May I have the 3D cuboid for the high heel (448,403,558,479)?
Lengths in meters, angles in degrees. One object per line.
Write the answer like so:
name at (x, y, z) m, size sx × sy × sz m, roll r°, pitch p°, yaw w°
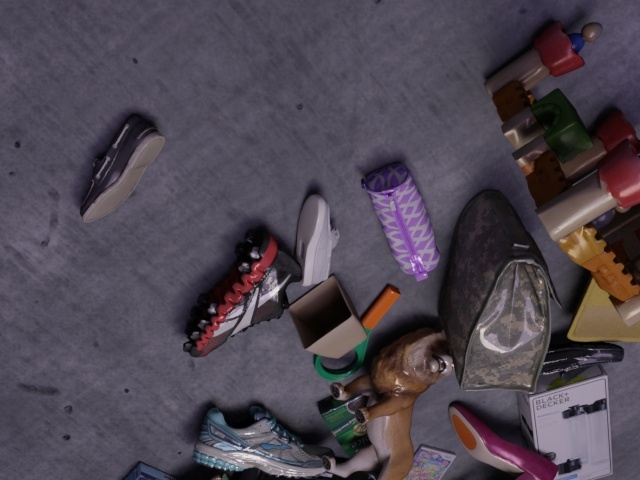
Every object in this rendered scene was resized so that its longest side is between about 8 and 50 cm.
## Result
high heel at (0.370, 0.408, 2.025) m, size 0.117 × 0.244 × 0.082 m, roll -33°, pitch 161°, yaw -29°

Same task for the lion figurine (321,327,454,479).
lion figurine at (0.132, 0.351, 1.910) m, size 0.240 × 0.142 × 0.392 m, roll -15°, pitch 128°, yaw -40°

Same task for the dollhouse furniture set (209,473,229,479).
dollhouse furniture set at (-0.251, 0.620, 1.955) m, size 0.301 × 0.151 × 0.197 m, roll -32°, pitch 125°, yaw 15°

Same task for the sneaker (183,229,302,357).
sneaker at (-0.132, 0.114, 1.757) m, size 0.135 × 0.097 × 0.276 m, roll 30°, pitch 110°, yaw -24°

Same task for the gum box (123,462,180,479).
gum box at (-0.353, 0.545, 2.016) m, size 0.157 × 0.041 × 0.184 m, roll 33°, pitch 111°, yaw -28°

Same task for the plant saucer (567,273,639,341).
plant saucer at (0.649, 0.046, 1.873) m, size 0.333 × 0.081 × 0.332 m, roll 2°, pitch 129°, yaw -13°

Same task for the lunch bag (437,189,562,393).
lunch bag at (0.315, 0.083, 1.749) m, size 0.169 × 0.235 × 0.287 m, roll 2°, pitch 122°, yaw -7°

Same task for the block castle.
block castle at (0.444, -0.117, 1.525) m, size 0.213 × 0.453 × 0.303 m, roll -34°, pitch 122°, yaw 19°

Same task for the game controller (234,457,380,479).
game controller at (-0.023, 0.515, 2.065) m, size 0.319 × 0.067 × 0.166 m, roll 14°, pitch 103°, yaw -20°

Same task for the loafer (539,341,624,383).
loafer at (0.478, 0.239, 1.949) m, size 0.223 × 0.076 × 0.078 m, roll -6°, pitch 90°, yaw 11°

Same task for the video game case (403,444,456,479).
video game case at (0.221, 0.487, 2.118) m, size 0.087 × 0.011 × 0.122 m, roll 19°, pitch 116°, yaw -22°

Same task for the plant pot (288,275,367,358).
plant pot at (0.023, 0.150, 1.815) m, size 0.109 × 0.109 × 0.096 m, roll -36°, pitch 135°, yaw 11°

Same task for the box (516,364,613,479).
box at (0.503, 0.377, 2.062) m, size 0.169 × 0.087 × 0.290 m, roll -15°, pitch 123°, yaw -3°

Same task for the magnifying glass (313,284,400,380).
magnifying glass at (0.072, 0.176, 1.886) m, size 0.092 × 0.026 × 0.231 m, roll 27°, pitch 115°, yaw -25°

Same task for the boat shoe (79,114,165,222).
boat shoe at (-0.329, -0.114, 1.608) m, size 0.065 × 0.075 × 0.206 m, roll 48°, pitch 114°, yaw 13°

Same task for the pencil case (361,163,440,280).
pencil case at (0.145, -0.035, 1.728) m, size 0.086 × 0.088 × 0.206 m, roll -23°, pitch 124°, yaw 6°

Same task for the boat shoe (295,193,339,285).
boat shoe at (0.000, 0.000, 1.737) m, size 0.063 × 0.066 × 0.184 m, roll -8°, pitch 122°, yaw -24°

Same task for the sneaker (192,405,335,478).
sneaker at (-0.099, 0.386, 1.926) m, size 0.283 × 0.110 × 0.122 m, roll 10°, pitch 87°, yaw -20°

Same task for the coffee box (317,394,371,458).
coffee box at (0.083, 0.371, 1.998) m, size 0.113 × 0.040 × 0.184 m, roll -26°, pitch 124°, yaw 4°
